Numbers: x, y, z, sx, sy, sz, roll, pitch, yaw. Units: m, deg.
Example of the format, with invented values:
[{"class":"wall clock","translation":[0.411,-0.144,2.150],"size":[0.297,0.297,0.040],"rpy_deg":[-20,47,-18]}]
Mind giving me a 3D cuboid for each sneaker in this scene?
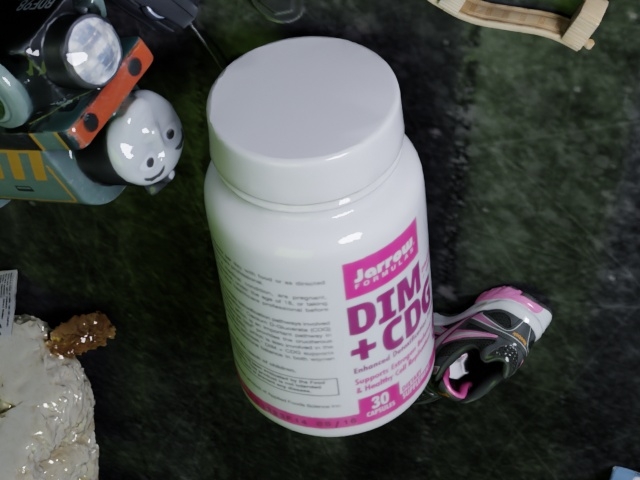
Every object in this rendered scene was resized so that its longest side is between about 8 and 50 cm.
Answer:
[{"class":"sneaker","translation":[0.105,0.098,1.405],"size":[0.072,0.077,0.178],"rpy_deg":[38,141,-10]}]

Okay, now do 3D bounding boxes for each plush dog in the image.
[{"class":"plush dog","translation":[-0.281,0.169,1.670],"size":[0.262,0.210,0.225],"rpy_deg":[48,162,20]}]

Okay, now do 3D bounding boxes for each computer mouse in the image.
[{"class":"computer mouse","translation":[-0.100,-0.147,1.285],"size":[0.071,0.041,0.242],"rpy_deg":[-17,124,41]}]

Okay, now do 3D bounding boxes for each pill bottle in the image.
[{"class":"pill bottle","translation":[0.000,0.000,1.291],"size":[0.160,0.160,0.283],"rpy_deg":[12,139,19]}]

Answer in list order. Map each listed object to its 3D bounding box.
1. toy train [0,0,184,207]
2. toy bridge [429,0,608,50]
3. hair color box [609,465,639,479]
[{"class":"toy train","translation":[-0.245,-0.108,1.322],"size":[0.334,0.142,0.190],"rpy_deg":[2,141,43]},{"class":"toy bridge","translation":[0.098,-0.174,1.148],"size":[0.188,0.026,0.063],"rpy_deg":[30,144,-3]},{"class":"hair color box","translation":[0.320,0.361,1.547],"size":[0.173,0.105,0.347],"rpy_deg":[13,138,18]}]
